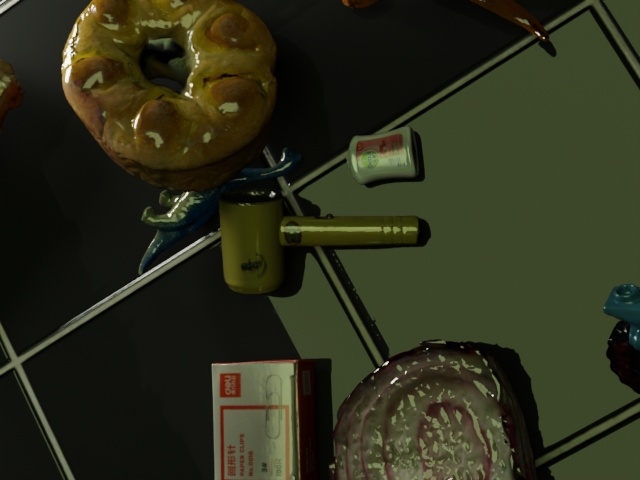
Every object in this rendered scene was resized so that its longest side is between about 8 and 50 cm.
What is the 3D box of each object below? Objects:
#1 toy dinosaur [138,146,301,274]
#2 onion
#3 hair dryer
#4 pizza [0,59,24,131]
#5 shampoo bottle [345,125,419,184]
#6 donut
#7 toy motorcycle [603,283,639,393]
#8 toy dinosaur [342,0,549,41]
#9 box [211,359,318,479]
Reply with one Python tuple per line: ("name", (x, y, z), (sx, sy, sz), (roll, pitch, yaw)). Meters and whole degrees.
("toy dinosaur", (-0.154, -0.042, 1.733), (0.188, 0.075, 0.248), (21, 85, 13))
("onion", (0.154, 0.285, 1.580), (0.280, 0.146, 0.314), (-16, 87, 29))
("hair dryer", (0.000, 0.000, 1.671), (0.278, 0.090, 0.135), (-1, 105, 6))
("pizza", (-0.666, -0.104, 1.873), (0.439, 0.130, 0.406), (-1, 94, 9))
("shampoo bottle", (0.083, -0.117, 1.677), (0.099, 0.043, 0.072), (-8, 83, 16))
("donut", (-0.207, -0.220, 1.680), (0.299, 0.150, 0.317), (-4, 63, -2))
("toy motorcycle", (0.533, 0.100, 1.419), (0.416, 0.172, 0.232), (2, 124, 35))
("toy dinosaur", (0.116, -0.397, 1.670), (0.208, 0.097, 0.432), (-30, 81, 3))
("box", (-0.078, 0.256, 1.665), (0.133, 0.099, 0.182), (-2, 84, 19))
